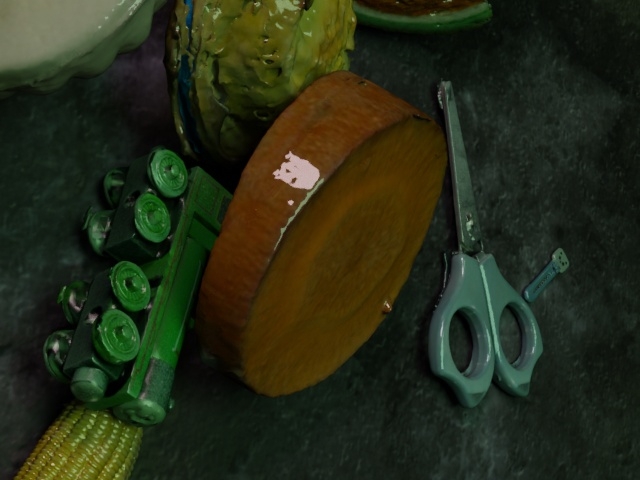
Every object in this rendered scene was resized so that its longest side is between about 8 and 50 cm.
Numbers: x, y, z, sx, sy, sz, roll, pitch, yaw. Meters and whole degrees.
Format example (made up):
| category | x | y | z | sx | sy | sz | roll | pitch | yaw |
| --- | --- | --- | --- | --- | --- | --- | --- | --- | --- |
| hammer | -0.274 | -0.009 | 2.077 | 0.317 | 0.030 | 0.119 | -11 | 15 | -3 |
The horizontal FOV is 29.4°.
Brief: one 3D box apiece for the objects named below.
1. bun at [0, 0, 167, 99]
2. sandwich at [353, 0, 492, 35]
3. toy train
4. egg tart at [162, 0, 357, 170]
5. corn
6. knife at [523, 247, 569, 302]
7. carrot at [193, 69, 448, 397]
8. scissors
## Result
| category | x | y | z | sx | sy | sz | roll | pitch | yaw |
| --- | --- | --- | --- | --- | --- | --- | --- | --- | --- |
| bun | -0.226 | -0.217 | 0.939 | 0.263 | 0.175 | 0.263 | -1 | 78 | 2 |
| sandwich | 0.072 | -0.290 | 1.238 | 0.235 | 0.159 | 0.079 | -3 | 54 | -14 |
| toy train | -0.141 | 0.035 | 1.001 | 0.119 | 0.085 | 0.251 | 42 | 45 | -35 |
| egg tart | -0.032 | -0.187 | 1.063 | 0.291 | 0.107 | 0.291 | -50 | 149 | -46 |
| corn | -0.201 | 0.196 | 0.952 | 0.085 | 0.063 | 0.165 | 31 | 58 | -5 |
| knife | 0.263 | 0.042 | 1.418 | 0.096 | 0.010 | 0.027 | -41 | 108 | -38 |
| carrot | 0.000 | 0.000 | 1.063 | 0.307 | 0.100 | 0.258 | -53 | 152 | -33 |
| scissors | 0.160 | -0.001 | 1.327 | 0.191 | 0.029 | 0.360 | -5 | 83 | -45 |
